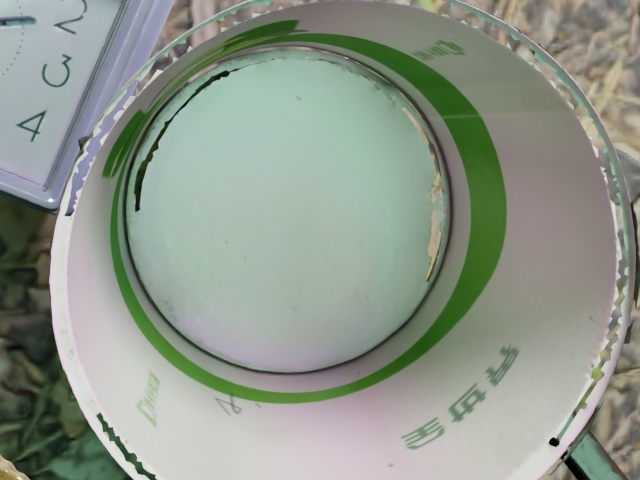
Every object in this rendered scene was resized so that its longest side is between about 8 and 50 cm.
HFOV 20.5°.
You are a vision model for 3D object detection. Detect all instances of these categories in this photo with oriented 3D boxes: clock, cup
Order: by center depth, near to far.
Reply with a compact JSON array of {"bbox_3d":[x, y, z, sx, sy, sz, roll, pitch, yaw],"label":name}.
[{"bbox_3d":[0.000,0.000,0.872,0.253,0.274,0.253,-1,97,-5],"label":"cup"},{"bbox_3d":[-0.188,-0.113,0.905,0.193,0.073,0.144,22,95,-22],"label":"clock"}]

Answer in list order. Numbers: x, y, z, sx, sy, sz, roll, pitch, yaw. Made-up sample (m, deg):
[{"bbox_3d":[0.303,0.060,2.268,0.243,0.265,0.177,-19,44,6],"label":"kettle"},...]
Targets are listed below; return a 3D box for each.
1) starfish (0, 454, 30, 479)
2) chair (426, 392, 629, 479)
[{"bbox_3d":[-0.321,0.076,0.786,0.398,0.132,0.383,-32,69,15],"label":"starfish"},{"bbox_3d":[0.143,0.270,1.031,0.203,0.240,0.416,-39,94,-8],"label":"chair"}]
